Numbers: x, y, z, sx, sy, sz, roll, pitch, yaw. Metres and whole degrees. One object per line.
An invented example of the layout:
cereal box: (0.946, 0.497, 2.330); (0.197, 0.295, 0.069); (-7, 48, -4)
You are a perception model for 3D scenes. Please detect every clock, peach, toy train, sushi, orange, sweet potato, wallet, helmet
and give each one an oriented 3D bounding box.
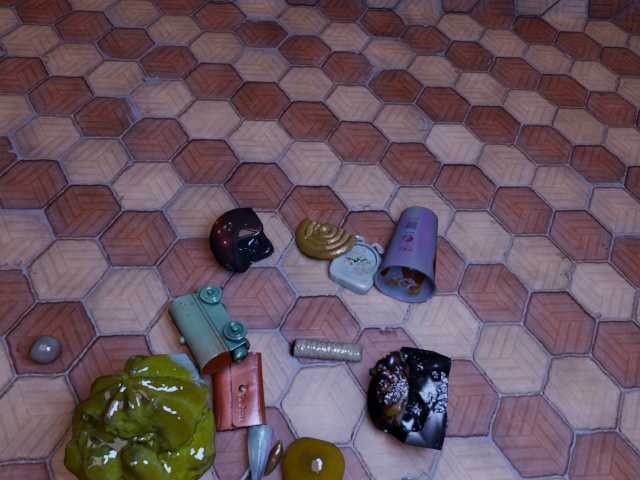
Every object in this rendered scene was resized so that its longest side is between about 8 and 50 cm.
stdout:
clock: (0.127, 0.074, 1.439); (0.151, 0.062, 0.191); (26, 61, 11)
peach: (-0.777, 0.309, 1.213); (0.083, 0.083, 0.083); (2, 61, -4)
toy train: (-0.323, 0.253, 1.238); (0.177, 0.116, 0.285); (-25, 53, -26)
sushi: (0.234, 0.416, 1.195); (0.212, 0.215, 0.227); (9, 81, 5)
orange: (-0.017, 0.586, 1.117); (0.170, 0.112, 0.160); (-30, 67, -33)
sweet potato: (-0.123, 0.582, 1.148); (0.034, 0.034, 0.095); (25, 72, 8)
wallet: (-0.231, 0.426, 1.217); (0.142, 0.045, 0.204); (-4, 62, -8)
helmet: (-0.255, -0.003, 1.373); (0.193, 0.189, 0.216); (7, 64, 10)

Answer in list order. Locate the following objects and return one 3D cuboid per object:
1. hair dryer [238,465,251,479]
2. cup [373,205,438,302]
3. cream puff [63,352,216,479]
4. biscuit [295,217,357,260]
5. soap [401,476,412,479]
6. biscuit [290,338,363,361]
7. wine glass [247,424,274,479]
hair dryer: (-0.318, 0.673, 1.069); (0.229, 0.092, 0.267); (11, 46, 8)
cup: (0.304, 0.035, 1.419); (0.203, 0.203, 0.288); (17, 54, 4)
cream puff: (-0.441, 0.452, 1.052); (0.378, 0.275, 0.378); (3, 62, -5)
biscuit: (0.000, -0.001, 1.447); (0.224, 0.033, 0.144); (23, 60, 31)
soap: (0.352, 0.757, 1.089); (0.302, 0.258, 0.159); (-3, 49, 46)
biscuit: (0.020, 0.328, 1.290); (0.219, 0.055, 0.061); (7, 50, -2)
wine glass: (-0.160, 0.569, 1.113); (0.073, 0.073, 0.155); (2, 50, -5)
